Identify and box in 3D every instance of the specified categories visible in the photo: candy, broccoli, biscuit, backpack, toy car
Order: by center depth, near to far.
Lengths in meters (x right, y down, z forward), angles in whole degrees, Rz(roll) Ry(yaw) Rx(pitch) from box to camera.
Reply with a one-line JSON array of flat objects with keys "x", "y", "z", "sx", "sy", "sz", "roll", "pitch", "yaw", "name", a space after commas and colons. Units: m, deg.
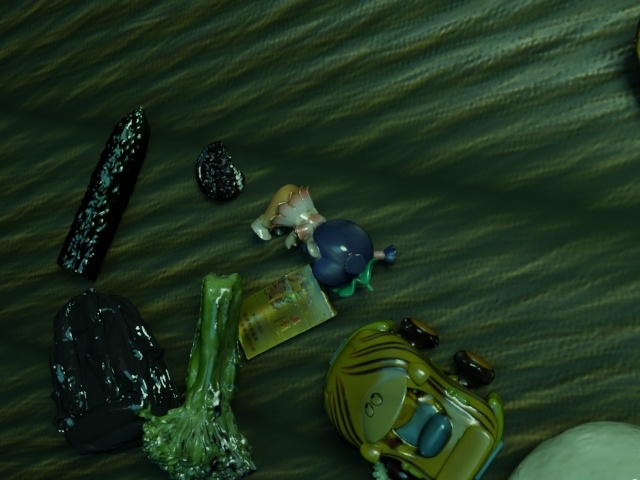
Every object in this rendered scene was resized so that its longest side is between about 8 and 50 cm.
[{"x": 0.347, "y": 0.347, "z": 0.746, "sx": 0.295, "sy": 0.185, "sz": 0.296, "roll": -2, "pitch": 84, "yaw": 19, "name": "candy"}, {"x": 0.112, "y": 0.218, "z": 0.850, "sx": 0.247, "sy": 0.142, "sz": 0.201, "roll": 30, "pitch": 99, "yaw": 16, "name": "toy car"}, {"x": -0.154, "y": 0.196, "z": 0.945, "sx": 0.145, "sy": 0.165, "sz": 0.304, "roll": 5, "pitch": 89, "yaw": 26, "name": "broccoli"}, {"x": -0.153, "y": -0.105, "z": 1.005, "sx": 0.087, "sy": 0.027, "sz": 0.089, "roll": 18, "pitch": 96, "yaw": 20, "name": "biscuit"}, {"x": -0.334, "y": 0.203, "z": 1.030, "sx": 0.206, "sy": 0.133, "sz": 0.258, "roll": -27, "pitch": 75, "yaw": 15, "name": "backpack"}]

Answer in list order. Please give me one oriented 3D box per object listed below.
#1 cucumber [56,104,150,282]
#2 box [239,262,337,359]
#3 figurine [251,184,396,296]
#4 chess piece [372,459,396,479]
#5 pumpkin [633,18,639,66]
[{"x": -0.336, "y": -0.075, "z": 1.051, "sx": 0.072, "sy": 0.072, "sz": 0.300, "roll": 28, "pitch": 97, "yaw": 18, "name": "cucumber"}, {"x": -0.060, "y": 0.106, "z": 0.975, "sx": 0.156, "sy": 0.022, "sz": 0.089, "roll": -27, "pitch": 82, "yaw": 18, "name": "box"}, {"x": 0.000, "y": 0.000, "z": 0.908, "sx": 0.195, "sy": 0.111, "sz": 0.102, "roll": 40, "pitch": 123, "yaw": 15, "name": "figurine"}, {"x": 0.102, "y": 0.376, "z": 0.906, "sx": 0.059, "sy": 0.059, "sz": 0.149, "roll": -19, "pitch": 78, "yaw": 19, "name": "chess piece"}, {"x": 0.511, "y": -0.174, "z": 0.733, "sx": 0.312, "sy": 0.148, "sz": 0.169, "roll": 43, "pitch": 144, "yaw": 19, "name": "pumpkin"}]
